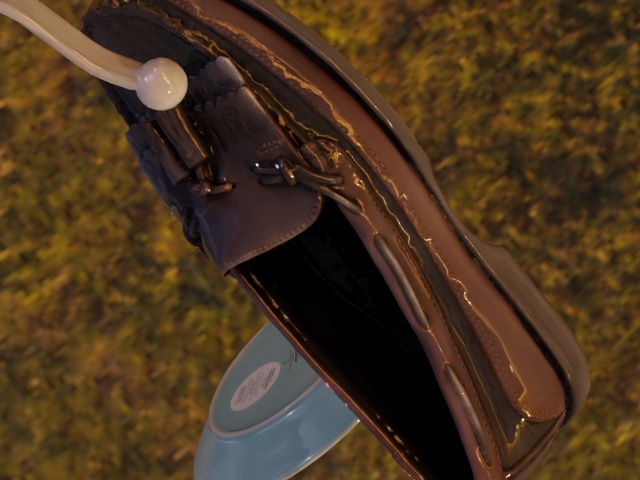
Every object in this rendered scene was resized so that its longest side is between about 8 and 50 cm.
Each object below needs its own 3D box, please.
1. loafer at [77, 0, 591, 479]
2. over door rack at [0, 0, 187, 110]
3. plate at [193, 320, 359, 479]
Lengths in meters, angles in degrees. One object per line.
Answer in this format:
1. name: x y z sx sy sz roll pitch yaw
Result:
1. loafer: 0.000 0.000 0.805 0.302 0.095 0.109 45 141 -10
2. over door rack: -0.035 -0.181 0.755 0.324 0.239 0.108 -21 129 30
3. plate: -0.011 0.071 1.028 0.024 0.188 0.188 46 142 -20
